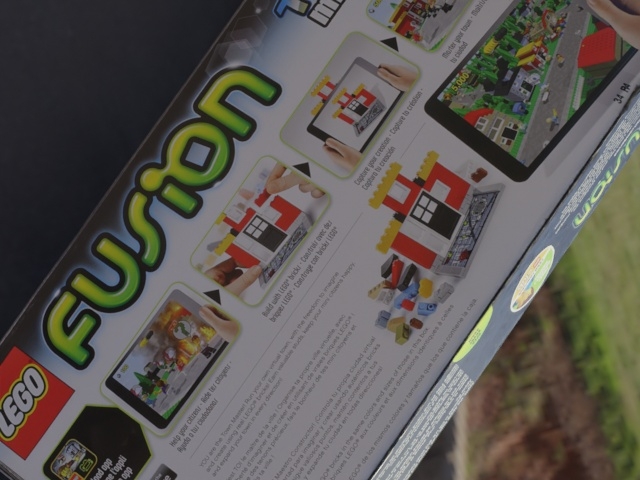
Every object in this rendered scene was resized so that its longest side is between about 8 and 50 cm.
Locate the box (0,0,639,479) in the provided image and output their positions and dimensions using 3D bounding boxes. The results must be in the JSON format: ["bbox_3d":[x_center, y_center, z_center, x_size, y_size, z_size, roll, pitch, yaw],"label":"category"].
[{"bbox_3d":[0.000,0.000,0.426,0.114,0.207,0.036,34,-4,21],"label":"box"}]
